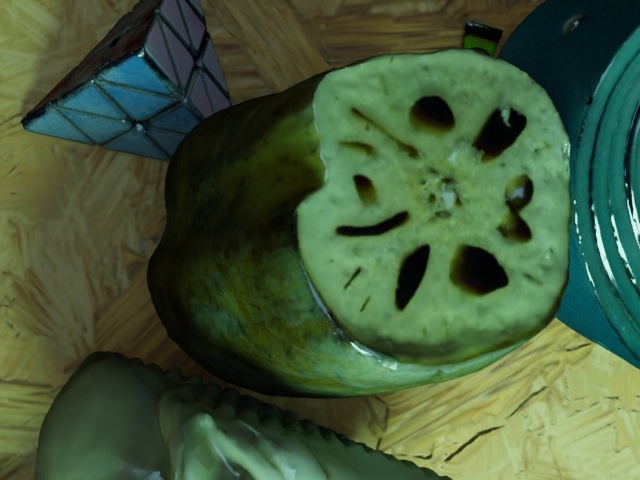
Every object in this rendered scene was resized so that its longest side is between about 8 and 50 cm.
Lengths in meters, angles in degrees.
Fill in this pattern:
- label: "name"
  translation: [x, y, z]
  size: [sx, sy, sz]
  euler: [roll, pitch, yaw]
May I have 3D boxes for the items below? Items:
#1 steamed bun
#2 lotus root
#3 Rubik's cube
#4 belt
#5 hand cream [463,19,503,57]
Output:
- label: "steamed bun"
  translation: [-0.062, 0.231, 0.727]
  size: [0.324, 0.309, 0.219]
  euler: [31, 77, -37]
- label: "lotus root"
  translation: [0.000, 0.000, 0.725]
  size: [0.250, 0.346, 0.250]
  euler: [3, 84, -32]
- label: "Rubik's cube"
  translation: [-0.118, -0.108, 0.828]
  size: [0.178, 0.190, 0.211]
  euler: [42, 90, -21]
- label: "belt"
  translation: [0.323, -0.029, 0.792]
  size: [0.436, 0.173, 0.300]
  euler: [35, 93, -24]
- label: "hand cream"
  translation: [0.140, -0.145, 0.907]
  size: [0.036, 0.023, 0.122]
  euler: [15, 84, -2]
